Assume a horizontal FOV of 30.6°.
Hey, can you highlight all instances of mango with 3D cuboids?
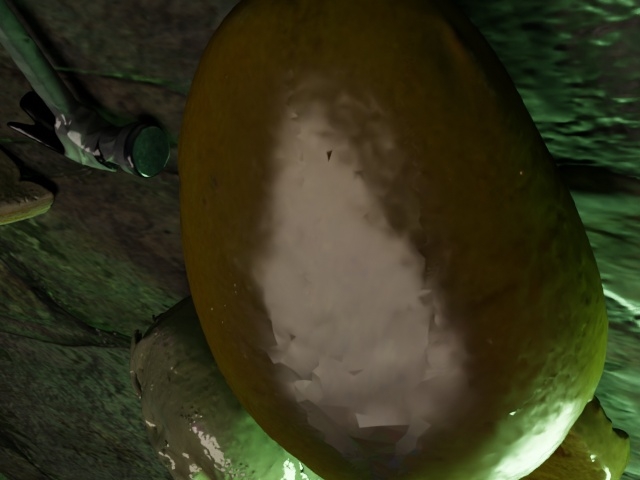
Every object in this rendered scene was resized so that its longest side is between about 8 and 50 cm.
[{"bbox_3d":[0.037,0.006,0.688,0.253,0.182,0.365,3,133,22],"label":"mango"}]

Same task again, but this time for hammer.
[{"bbox_3d":[-0.258,-0.205,0.847,0.152,0.044,0.427,14,147,37],"label":"hammer"}]

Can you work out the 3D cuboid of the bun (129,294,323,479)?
[{"bbox_3d":[-0.095,0.163,1.102,0.239,0.141,0.239,57,179,1],"label":"bun"}]

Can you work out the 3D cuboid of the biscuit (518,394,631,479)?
[{"bbox_3d":[0.092,0.125,0.992,0.287,0.057,0.344,44,153,-18],"label":"biscuit"}]

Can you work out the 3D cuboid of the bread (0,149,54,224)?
[{"bbox_3d":[-0.351,-0.022,1.146,0.105,0.152,0.077,42,154,-6],"label":"bread"}]
